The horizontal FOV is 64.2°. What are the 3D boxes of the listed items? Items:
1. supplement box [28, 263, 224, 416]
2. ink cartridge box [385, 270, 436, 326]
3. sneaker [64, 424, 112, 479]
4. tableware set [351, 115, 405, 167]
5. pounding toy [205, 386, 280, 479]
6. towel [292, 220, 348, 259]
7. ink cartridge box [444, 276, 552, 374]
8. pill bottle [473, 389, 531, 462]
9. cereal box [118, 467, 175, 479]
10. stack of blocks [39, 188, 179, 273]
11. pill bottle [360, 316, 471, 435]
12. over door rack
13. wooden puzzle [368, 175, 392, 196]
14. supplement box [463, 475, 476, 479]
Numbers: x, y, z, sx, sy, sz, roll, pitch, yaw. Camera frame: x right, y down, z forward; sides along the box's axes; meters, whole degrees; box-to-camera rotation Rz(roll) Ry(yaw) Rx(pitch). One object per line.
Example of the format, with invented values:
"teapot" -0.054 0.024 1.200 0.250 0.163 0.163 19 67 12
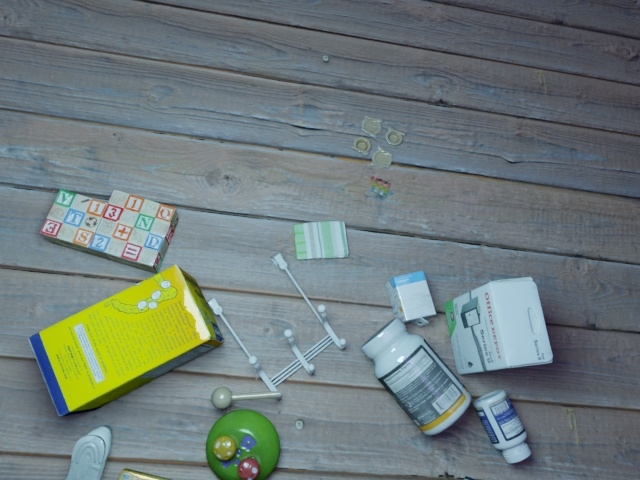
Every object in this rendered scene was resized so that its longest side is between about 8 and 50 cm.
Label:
"supplement box" -0.440 0.234 1.206 0.357 0.194 0.195 -27 78 -8
"ink cartridge box" 0.251 0.170 1.420 0.090 0.092 0.143 -10 74 -12
"sneaker" -0.541 0.546 1.177 0.090 0.095 0.235 25 89 -6
"tableware set" 0.178 -0.311 1.603 0.141 0.020 0.168 26 70 0
"pounding toy" -0.190 0.477 1.206 0.183 0.110 0.236 3 86 3
"towel" 0.000 0.000 1.475 0.152 0.023 0.113 -4 71 -8
"ink cartridge box" 0.448 0.229 1.328 0.122 0.289 0.211 -4 73 -11
"pill bottle" 0.484 0.492 1.352 0.094 0.094 0.169 -21 77 -15
"cereal box" -0.412 0.670 1.171 0.173 0.047 0.240 16 70 -5
"stack of blocks" -0.552 -0.040 1.360 0.297 0.087 0.171 17 70 -4
"pill bottle" 0.242 0.346 1.326 0.162 0.162 0.278 -37 81 -18
"over door rack" -0.115 0.214 1.339 0.240 0.108 0.324 -35 80 -19
"wooden puzzle" 0.184 -0.164 1.563 0.083 0.006 0.049 23 70 -1
"supplement box" 0.391 0.666 1.300 0.083 0.056 0.083 41 71 5
